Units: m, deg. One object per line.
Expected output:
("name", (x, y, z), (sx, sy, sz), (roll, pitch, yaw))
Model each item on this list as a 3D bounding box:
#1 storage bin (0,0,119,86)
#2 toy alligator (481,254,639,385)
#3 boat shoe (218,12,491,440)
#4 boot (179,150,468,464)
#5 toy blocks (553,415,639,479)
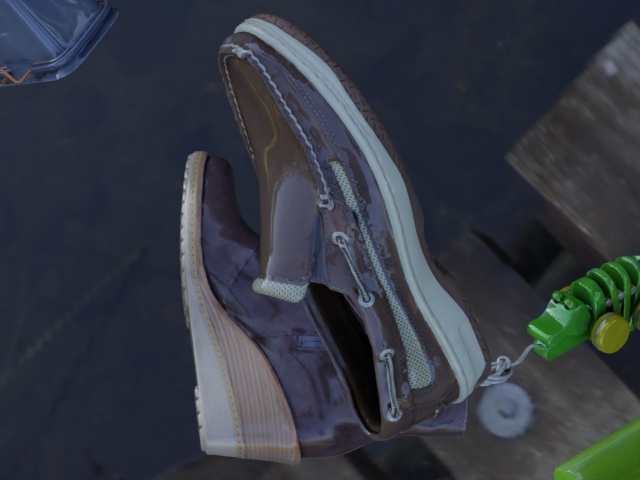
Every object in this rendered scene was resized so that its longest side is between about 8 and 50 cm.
("storage bin", (-0.251, -0.185, 1.623), (0.135, 0.091, 0.098), (0, 49, 51))
("toy alligator", (0.184, 0.048, 1.395), (0.056, 0.190, 0.051), (35, 136, 47))
("boat shoe", (0.004, 0.000, 1.114), (0.095, 0.095, 0.257), (-37, 106, -22))
("boot", (0.000, 0.044, 1.509), (0.207, 0.090, 0.248), (-6, 76, -6))
("toy blocks", (0.245, 0.213, 0.546), (0.261, 0.191, 0.381), (-14, 99, 56))
